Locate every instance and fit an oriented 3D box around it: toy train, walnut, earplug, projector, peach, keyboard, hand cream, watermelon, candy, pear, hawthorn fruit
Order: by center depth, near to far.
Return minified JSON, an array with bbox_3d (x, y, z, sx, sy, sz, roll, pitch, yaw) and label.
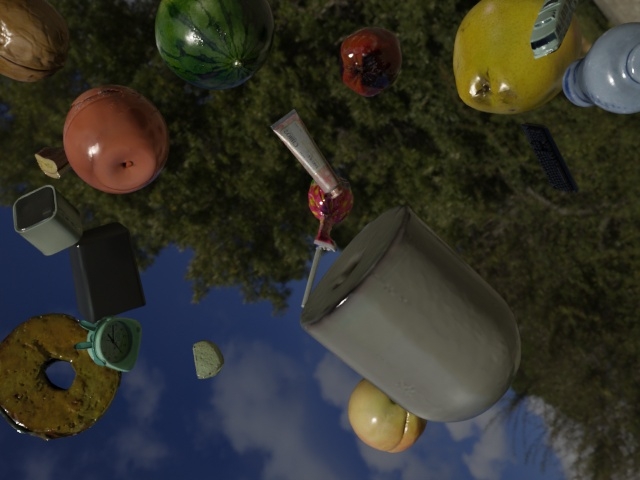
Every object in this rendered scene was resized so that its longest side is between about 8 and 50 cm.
[{"bbox_3d":[0.358,-0.339,1.115,0.047,0.043,0.207,51,-136,-20],"label":"toy train"},{"bbox_3d":[-0.478,-0.035,1.279,0.082,0.083,0.083,60,-173,-54],"label":"projector"},{"bbox_3d":[-0.575,-0.393,1.379,0.207,0.167,0.167,35,-158,-9],"label":"walnut"},{"bbox_3d":[0.200,0.170,1.427,0.394,0.312,0.313,41,-159,-8],"label":"earplug"},{"bbox_3d":[-0.210,-0.421,1.459,0.242,0.242,0.242,45,-159,-23],"label":"watermelon"},{"bbox_3d":[-0.021,-0.185,1.600,0.210,0.067,0.043,53,169,-9],"label":"hand cream"},{"bbox_3d":[0.427,-0.415,1.601,0.285,0.285,0.336,52,-154,-5],"label":"pear"},{"bbox_3d":[0.150,0.382,1.619,0.184,0.184,0.184,45,-159,-23],"label":"peach"},{"bbox_3d":[0.000,0.000,1.833,0.124,0.124,0.366,38,-124,-38],"label":"candy"},{"bbox_3d":[0.590,-0.212,1.880,0.230,0.025,0.093,51,166,-30],"label":"keyboard"},{"bbox_3d":[0.142,-0.508,2.027,0.185,0.185,0.202,47,-139,-17],"label":"hawthorn fruit"}]

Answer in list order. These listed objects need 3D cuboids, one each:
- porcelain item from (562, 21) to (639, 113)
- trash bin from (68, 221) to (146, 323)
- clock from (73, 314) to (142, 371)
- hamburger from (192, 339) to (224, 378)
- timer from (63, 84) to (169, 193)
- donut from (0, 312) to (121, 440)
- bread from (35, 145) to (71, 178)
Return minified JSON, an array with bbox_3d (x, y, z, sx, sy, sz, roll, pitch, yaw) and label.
[{"bbox_3d":[0.482,-0.274,1.193,0.141,0.141,0.259,52,-179,-5],"label":"porcelain item"},{"bbox_3d":[-0.581,0.083,1.962,0.115,0.165,0.226,28,129,49],"label":"trash bin"},{"bbox_3d":[-0.400,0.189,1.377,0.135,0.041,0.101,31,-118,-53],"label":"clock"},{"bbox_3d":[-0.325,0.349,2.129,0.084,0.054,0.121,-5,-129,-13],"label":"hamburger"},{"bbox_3d":[-0.452,-0.225,1.617,0.229,0.229,0.215,31,-159,-48],"label":"timer"},{"bbox_3d":[-0.554,0.294,1.553,0.272,0.272,0.107,59,167,16],"label":"donut"},{"bbox_3d":[-0.814,-0.247,2.254,0.192,0.119,0.067,-69,-16,-63],"label":"bread"}]
